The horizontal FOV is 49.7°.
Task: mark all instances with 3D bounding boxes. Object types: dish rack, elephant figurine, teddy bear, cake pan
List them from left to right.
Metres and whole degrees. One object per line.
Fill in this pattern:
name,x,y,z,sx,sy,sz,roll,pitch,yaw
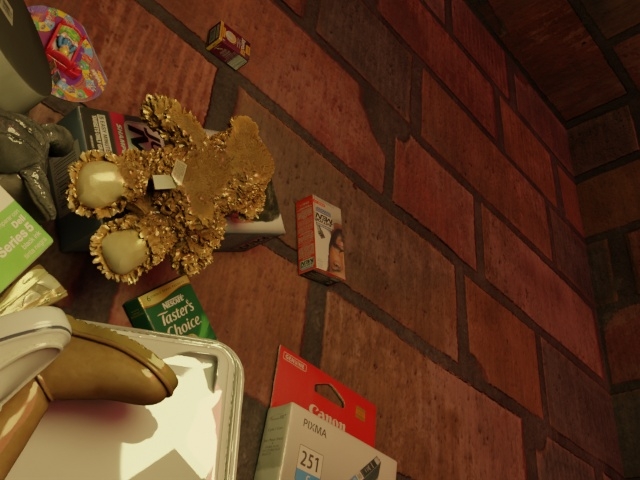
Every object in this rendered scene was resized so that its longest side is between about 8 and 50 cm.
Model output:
cake pan,-0.432,-0.294,0.888,0.293,0.054,0.293,158,-90,-88
elephant figurine,-0.374,-0.089,0.823,0.186,0.239,0.169,-21,87,-55
dish rack,-0.254,0.222,0.819,0.333,0.072,0.285,11,58,-14
teddy bear,-0.205,-0.069,0.958,0.245,0.113,0.338,55,42,-20

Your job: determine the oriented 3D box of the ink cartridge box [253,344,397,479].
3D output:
ink cartridge box,0.025,0.356,1.235,0.296,0.066,0.261,38,45,-34

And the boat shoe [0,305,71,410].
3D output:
boat shoe,-0.343,0.162,0.632,0.268,0.096,0.088,-31,64,-20

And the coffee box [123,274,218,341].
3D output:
coffee box,-0.214,0.154,1.062,0.113,0.040,0.184,-27,92,-55

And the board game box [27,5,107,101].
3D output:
board game box,-0.400,-0.303,1.093,0.133,0.033,0.168,-23,90,-55

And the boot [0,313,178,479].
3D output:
boot,-0.311,0.207,0.710,0.089,0.236,0.269,92,21,-53

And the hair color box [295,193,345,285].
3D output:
hair color box,0.000,0.000,1.418,0.093,0.053,0.167,25,53,-44

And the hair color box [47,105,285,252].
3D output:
hair color box,-0.236,-0.083,1.109,0.374,0.114,0.185,1,71,-53

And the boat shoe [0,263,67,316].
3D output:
boat shoe,-0.331,0.091,0.711,0.048,0.056,0.153,47,55,-13

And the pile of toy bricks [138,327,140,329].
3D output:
pile of toy bricks,-0.243,0.237,0.937,0.105,0.118,0.212,-20,78,-16

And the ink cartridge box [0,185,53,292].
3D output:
ink cartridge box,-0.456,-0.036,0.722,0.273,0.198,0.114,52,36,-19

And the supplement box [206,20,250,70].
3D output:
supplement box,-0.188,-0.397,1.412,0.083,0.043,0.055,30,47,-40
